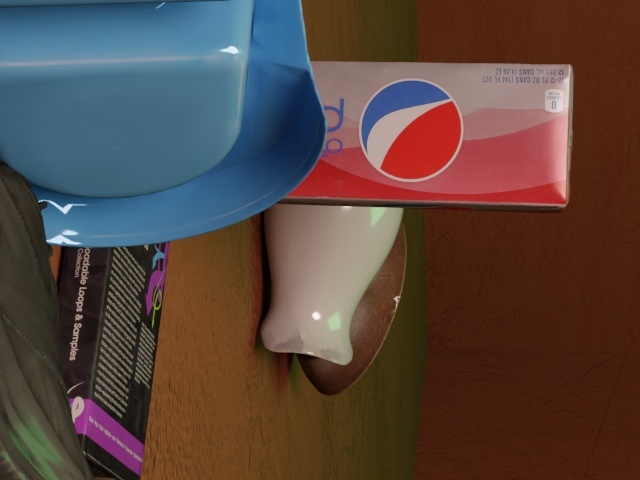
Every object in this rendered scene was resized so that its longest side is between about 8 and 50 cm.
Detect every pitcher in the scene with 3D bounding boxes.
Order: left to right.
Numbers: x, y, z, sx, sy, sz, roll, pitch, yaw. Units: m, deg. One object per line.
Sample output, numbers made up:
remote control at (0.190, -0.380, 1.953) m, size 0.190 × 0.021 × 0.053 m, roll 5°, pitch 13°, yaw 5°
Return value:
pitcher at (0.000, 0.000, 1.252) m, size 0.178 × 0.125 × 0.207 m, roll -171°, pitch -87°, yaw -78°

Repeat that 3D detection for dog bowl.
dog bowl at (-0.077, -0.099, 0.482) m, size 0.297 × 0.166 × 0.074 m, roll 102°, pitch -17°, yaw -61°

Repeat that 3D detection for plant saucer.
plant saucer at (0.019, 0.053, 1.344) m, size 0.198 × 0.036 × 0.198 m, roll -50°, pitch -151°, yaw 41°

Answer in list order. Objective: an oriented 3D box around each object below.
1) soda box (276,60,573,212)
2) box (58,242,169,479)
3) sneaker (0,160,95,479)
soda box at (0.018, -0.062, 0.819) m, size 0.092 × 0.263 × 0.083 m, roll 7°, pitch 85°, yaw -81°
box at (-0.116, 0.047, 0.744) m, size 0.116 × 0.029 × 0.162 m, roll 71°, pitch 23°, yaw -68°
sneaker at (-0.124, 0.044, 0.468) m, size 0.130 × 0.109 × 0.286 m, roll -88°, pitch 176°, yaw -48°
